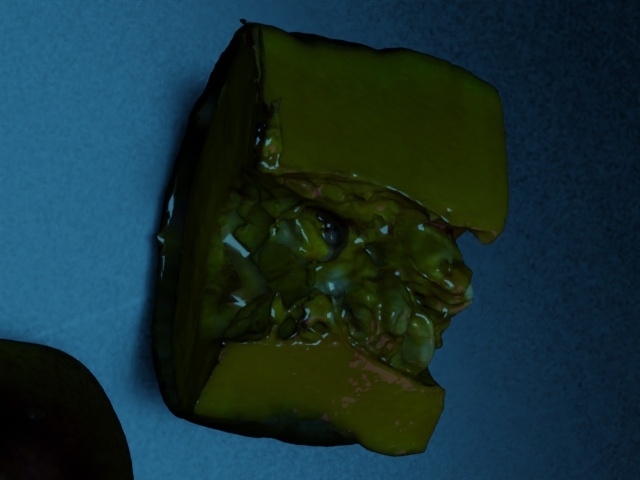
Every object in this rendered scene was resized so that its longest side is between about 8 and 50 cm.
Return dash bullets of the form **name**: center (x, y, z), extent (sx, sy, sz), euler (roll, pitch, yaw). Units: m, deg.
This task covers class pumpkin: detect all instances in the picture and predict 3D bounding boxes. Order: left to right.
- **pumpkin**: center (0.000, 0.000, 1.322), extent (0.225, 0.256, 0.303), euler (16, 108, -17)

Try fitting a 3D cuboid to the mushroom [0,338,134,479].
- **mushroom**: center (-0.302, 0.195, 1.285), extent (0.345, 0.259, 0.345), euler (-12, 113, -31)
